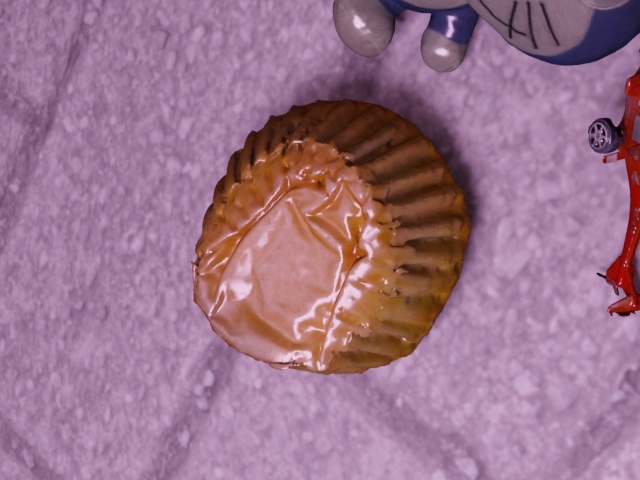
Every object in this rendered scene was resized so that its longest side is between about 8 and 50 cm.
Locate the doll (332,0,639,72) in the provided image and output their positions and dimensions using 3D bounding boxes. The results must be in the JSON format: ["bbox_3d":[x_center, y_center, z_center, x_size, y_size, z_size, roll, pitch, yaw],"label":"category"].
[{"bbox_3d":[0.132,-0.224,0.714,0.258,0.154,0.228,25,137,36],"label":"doll"}]

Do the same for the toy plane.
[{"bbox_3d":[0.243,-0.047,0.699,0.077,0.126,0.194,-132,24,-55],"label":"toy plane"}]

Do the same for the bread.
[{"bbox_3d":[0.002,-0.002,0.796,0.239,0.139,0.240,1,91,24],"label":"bread"}]
